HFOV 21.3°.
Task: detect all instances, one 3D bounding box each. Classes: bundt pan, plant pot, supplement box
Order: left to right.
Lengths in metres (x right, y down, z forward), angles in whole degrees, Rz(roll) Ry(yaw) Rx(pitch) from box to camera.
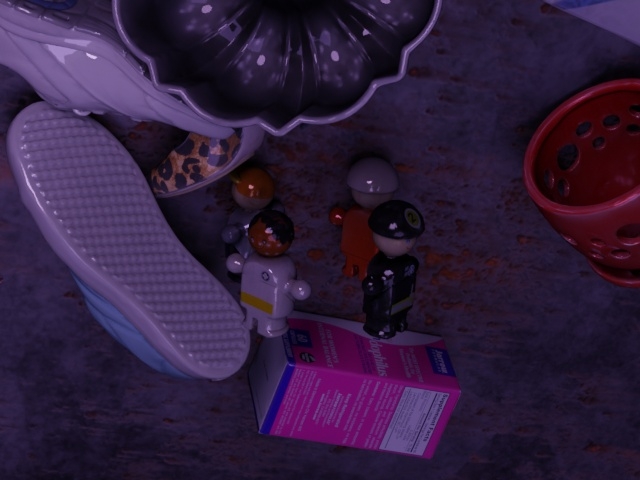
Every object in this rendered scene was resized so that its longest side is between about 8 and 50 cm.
[{"bbox_3d":[-0.032,-0.266,1.608,0.330,0.124,0.331,1,95,12],"label":"bundt pan"},{"bbox_3d":[0.039,0.170,2.008,0.220,0.111,0.114,11,121,-18],"label":"supplement box"},{"bbox_3d":[0.339,-0.054,1.867,0.191,0.191,0.174,-29,132,10],"label":"plant pot"}]

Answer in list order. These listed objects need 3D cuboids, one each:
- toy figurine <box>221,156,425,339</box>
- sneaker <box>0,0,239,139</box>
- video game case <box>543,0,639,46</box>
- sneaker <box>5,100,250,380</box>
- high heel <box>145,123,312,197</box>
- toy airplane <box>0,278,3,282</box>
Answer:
[{"bbox_3d":[0.000,0.000,1.826,0.209,0.213,0.148,1,115,-8],"label":"toy figurine"},{"bbox_3d":[-0.213,-0.179,1.716,0.297,0.111,0.129,27,135,-1],"label":"sneaker"},{"bbox_3d":[0.436,-0.335,1.779,0.300,0.036,0.329,20,119,-22],"label":"video game case"},{"bbox_3d":[-0.237,0.017,1.844,0.150,0.135,0.366,-15,115,50],"label":"sneaker"},{"bbox_3d":[-0.127,-0.162,1.793,0.261,0.093,0.186,-27,97,29],"label":"high heel"},{"bbox_3d":[-0.429,0.067,1.901,0.151,0.028,0.151,-5,127,-7],"label":"toy airplane"}]
